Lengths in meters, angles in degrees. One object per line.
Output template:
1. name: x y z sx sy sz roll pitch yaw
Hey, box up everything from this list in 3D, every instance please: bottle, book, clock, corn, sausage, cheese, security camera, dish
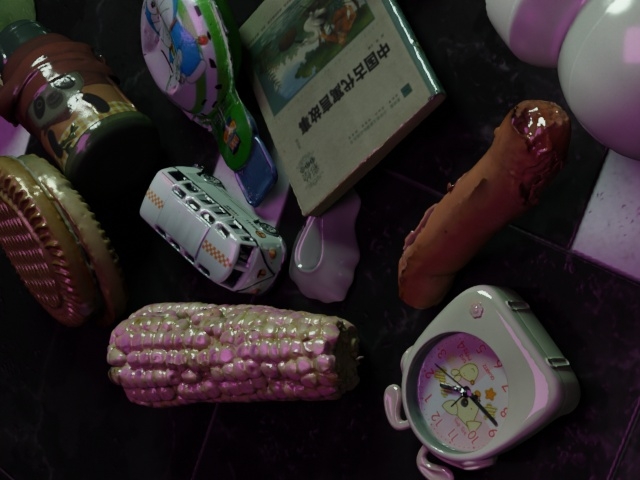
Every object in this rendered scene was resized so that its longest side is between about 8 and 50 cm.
1. bottle: -0.330 -0.174 1.567 0.271 0.156 0.143 47 139 28
2. book: 0.011 -0.195 1.352 0.215 0.025 0.283 -43 53 27
3. clock: 0.149 0.149 1.210 0.191 0.062 0.151 -46 61 27
4. corn: -0.101 0.125 1.381 0.335 0.126 0.127 -7 82 37
5. sausage: 0.150 -0.029 1.168 0.078 0.078 0.304 66 148 22
6. cheese: -0.133 -0.191 1.434 0.320 0.083 0.204 64 151 14
7. security camera: 0.280 -0.177 1.051 0.194 0.194 0.236 -51 62 24
8. dish: 0.000 0.000 1.356 0.091 0.039 0.137 20 99 39

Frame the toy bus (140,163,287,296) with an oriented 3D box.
1. toy bus: -0.128 -0.012 1.430 0.194 0.089 0.087 40 111 33

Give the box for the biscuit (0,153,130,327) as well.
1. biscuit: -0.336 0.002 1.534 0.259 0.079 0.259 41 150 31

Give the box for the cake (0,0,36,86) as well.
1. cake: -0.511 -0.272 1.788 0.283 0.172 0.158 158 118 -70
